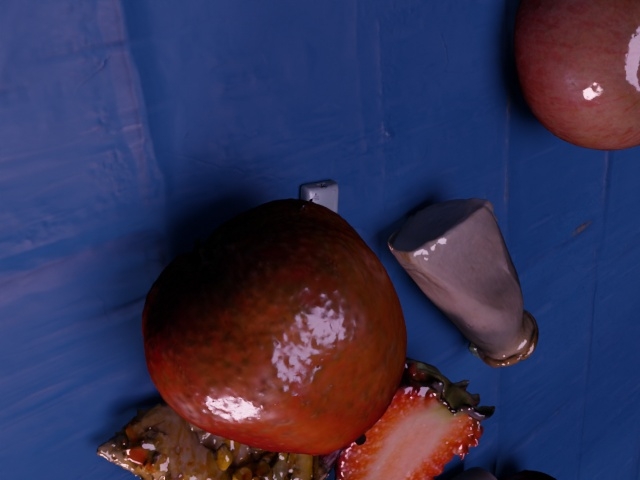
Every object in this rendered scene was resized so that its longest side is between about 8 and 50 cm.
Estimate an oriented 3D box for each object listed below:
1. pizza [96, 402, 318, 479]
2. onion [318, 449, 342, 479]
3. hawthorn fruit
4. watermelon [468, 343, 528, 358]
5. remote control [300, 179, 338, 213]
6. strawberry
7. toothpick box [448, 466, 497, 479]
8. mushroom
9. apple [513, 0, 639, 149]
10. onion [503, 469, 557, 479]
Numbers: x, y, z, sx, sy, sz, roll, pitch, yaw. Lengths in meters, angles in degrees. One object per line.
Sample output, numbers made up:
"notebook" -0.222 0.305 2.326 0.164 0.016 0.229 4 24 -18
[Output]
"pizza" -0.107 0.241 0.921 0.287 0.074 0.251 35 49 -16
"onion" -0.049 0.344 1.038 0.206 0.098 0.151 -51 170 -30
"hawthorn fruit" -0.032 0.130 0.836 0.285 0.284 0.369 -45 126 -20
"watermelon" 0.359 0.195 1.380 0.180 0.081 0.094 -13 89 -44
"remote control" 0.000 0.000 0.993 0.061 0.029 0.162 -15 115 -39
"strawberry" 0.108 0.312 1.167 0.233 0.138 0.306 29 112 -26
"toothpick box" 0.259 0.518 1.371 0.180 0.111 0.111 -14 115 -37
"mushroom" 0.249 0.068 1.171 0.407 0.137 0.154 48 62 -44
"apple" 0.472 -0.308 1.129 0.344 0.269 0.345 -17 118 -36
"onion" 0.417 0.655 1.471 0.285 0.348 0.348 -15 127 13
